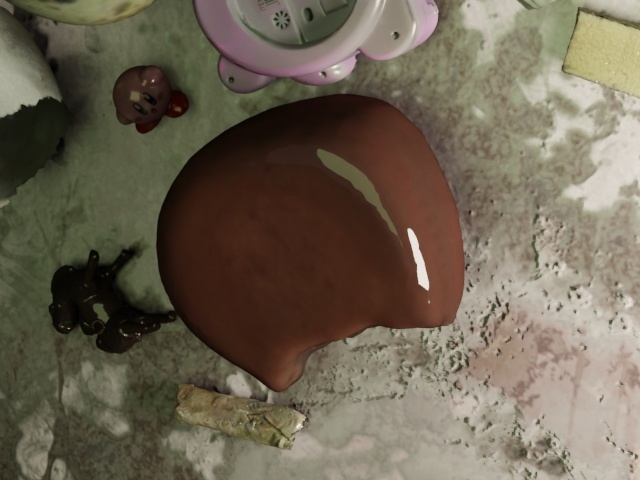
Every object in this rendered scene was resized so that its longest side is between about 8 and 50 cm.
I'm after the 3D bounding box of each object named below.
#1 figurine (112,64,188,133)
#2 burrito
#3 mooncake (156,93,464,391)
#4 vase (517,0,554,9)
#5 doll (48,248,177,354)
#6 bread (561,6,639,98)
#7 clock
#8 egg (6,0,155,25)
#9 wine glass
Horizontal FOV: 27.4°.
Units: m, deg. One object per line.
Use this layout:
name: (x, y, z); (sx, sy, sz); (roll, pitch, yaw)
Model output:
figurine: (-0.204, -0.164, 1.502); (0.083, 0.071, 0.067); (-37, 48, 21)
burrito: (-0.100, 0.212, 1.589); (0.171, 0.042, 0.051); (12, 81, 15)
mooncake: (0.000, 0.000, 1.405); (0.333, 0.174, 0.326); (33, 120, 8)
vase: (0.161, -0.334, 1.258); (0.128, 0.128, 0.248); (-32, 101, 29)
doll: (-0.274, 0.083, 1.621); (0.165, 0.057, 0.139); (-35, 92, 37)
bread: (0.316, -0.175, 1.290); (0.153, 0.028, 0.068); (21, 114, 16)
clock: (-0.022, -0.274, 1.375); (0.247, 0.090, 0.228); (-17, 99, 29)
egg: (-0.260, -0.424, 1.282); (0.345, 0.345, 0.428); (-18, 90, 28)
wine glass: (-0.456, -0.197, 1.516); (0.323, 0.238, 0.238); (46, 119, 16)
